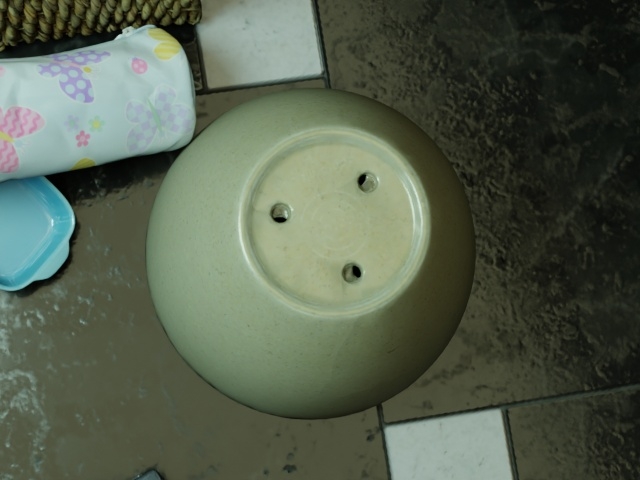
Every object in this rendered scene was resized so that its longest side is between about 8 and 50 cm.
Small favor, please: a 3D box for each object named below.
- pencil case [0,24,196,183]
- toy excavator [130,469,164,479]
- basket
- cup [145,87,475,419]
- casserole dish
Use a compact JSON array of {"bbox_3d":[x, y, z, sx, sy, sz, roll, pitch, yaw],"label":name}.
[{"bbox_3d":[-0.251,-0.123,1.354,0.273,0.113,0.124,-15,103,-28],"label":"pencil case"},{"bbox_3d":[-0.133,0.418,1.174,0.222,0.445,0.433,-30,86,-8],"label":"toy excavator"},{"bbox_3d":[-0.226,-0.320,1.331,0.223,0.299,0.213,-8,83,-7],"label":"basket"},{"bbox_3d":[0.000,0.000,1.345,0.331,0.237,0.331,1,83,-5],"label":"cup"},{"bbox_3d":[-0.324,-0.035,1.396,0.188,0.037,0.114,44,72,-17],"label":"casserole dish"}]
